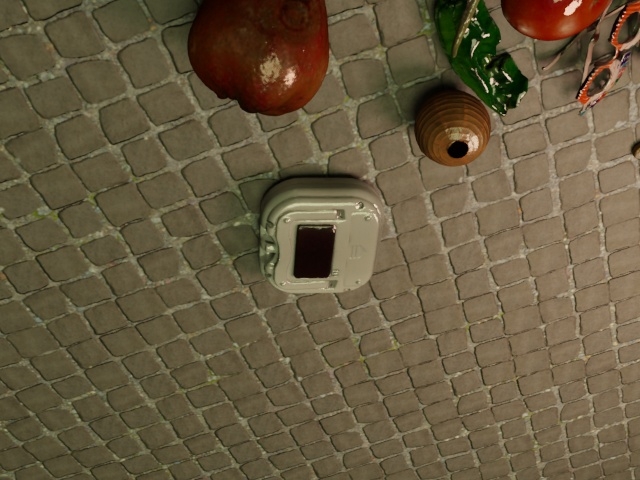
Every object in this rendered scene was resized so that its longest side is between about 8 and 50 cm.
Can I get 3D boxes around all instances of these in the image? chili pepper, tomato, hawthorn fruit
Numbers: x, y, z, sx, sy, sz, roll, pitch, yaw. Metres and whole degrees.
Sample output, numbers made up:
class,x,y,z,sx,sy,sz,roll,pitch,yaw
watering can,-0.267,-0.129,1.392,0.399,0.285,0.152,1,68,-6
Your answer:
class,x,y,z,sx,sy,sz,roll,pitch,yaw
chili pepper,0.269,-0.311,1.381,0.099,0.083,0.253,-39,130,7
tomato,0.372,-0.396,1.258,0.195,0.136,0.195,-34,150,-23
hawthorn fruit,-0.080,-0.320,1.227,0.224,0.224,0.261,12,112,-20

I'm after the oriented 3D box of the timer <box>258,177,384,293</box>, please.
class,x,y,z,sx,sy,sz,roll,pitch,yaw
timer,0.000,0.000,1.593,0.237,0.087,0.262,-2,130,-8

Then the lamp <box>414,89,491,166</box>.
class,x,y,z,sx,sy,sz,roll,pitch,yaw
lamp,0.231,-0.196,1.439,0.136,0.136,0.136,-5,131,-6

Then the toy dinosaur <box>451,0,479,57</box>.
class,x,y,z,sx,sy,sz,roll,pitch,yaw
toy dinosaur,0.240,-0.440,1.244,0.199,0.072,0.251,-27,123,0

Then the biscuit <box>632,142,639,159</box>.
class,x,y,z,sx,sy,sz,roll,pitch,yaw
biscuit,0.678,-0.188,1.594,0.138,0.031,0.205,-7,133,-5

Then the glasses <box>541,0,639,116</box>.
class,x,y,z,sx,sy,sz,roll,pitch,yaw
glasses,0.492,-0.331,1.418,0.162,0.095,0.255,-9,137,-41
